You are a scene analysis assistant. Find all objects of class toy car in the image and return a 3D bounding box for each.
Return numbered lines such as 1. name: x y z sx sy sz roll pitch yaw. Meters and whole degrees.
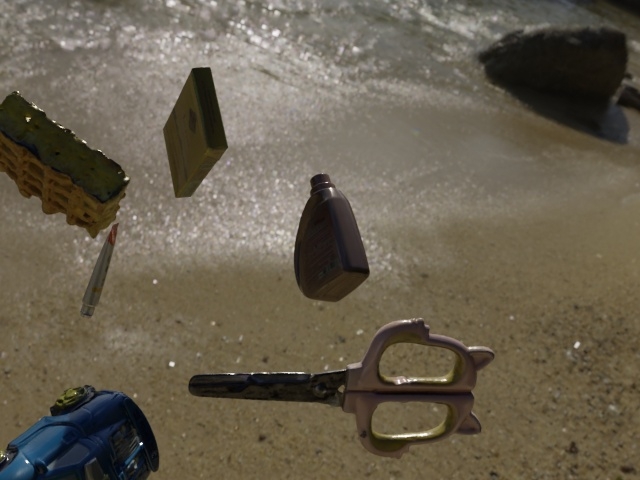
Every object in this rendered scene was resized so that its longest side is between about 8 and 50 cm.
1. toy car: -0.379 0.363 1.156 0.166 0.198 0.314 -1 25 37

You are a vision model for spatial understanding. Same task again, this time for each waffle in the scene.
1. waffle: -0.313 -0.073 0.927 0.160 0.211 0.055 36 66 -7

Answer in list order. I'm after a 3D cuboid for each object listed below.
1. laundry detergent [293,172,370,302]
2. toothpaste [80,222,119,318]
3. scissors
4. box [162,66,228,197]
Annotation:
1. laundry detergent: 0.000 0.000 1.480 0.076 0.171 0.237 10 51 -38
2. toothpaste: -0.418 0.058 1.473 0.031 0.190 0.048 20 8 -1
3. scissors: 0.025 0.152 0.787 0.317 0.160 0.024 3 14 -15
4. box: -0.240 -0.193 1.446 0.041 0.279 0.153 -7 78 -25
